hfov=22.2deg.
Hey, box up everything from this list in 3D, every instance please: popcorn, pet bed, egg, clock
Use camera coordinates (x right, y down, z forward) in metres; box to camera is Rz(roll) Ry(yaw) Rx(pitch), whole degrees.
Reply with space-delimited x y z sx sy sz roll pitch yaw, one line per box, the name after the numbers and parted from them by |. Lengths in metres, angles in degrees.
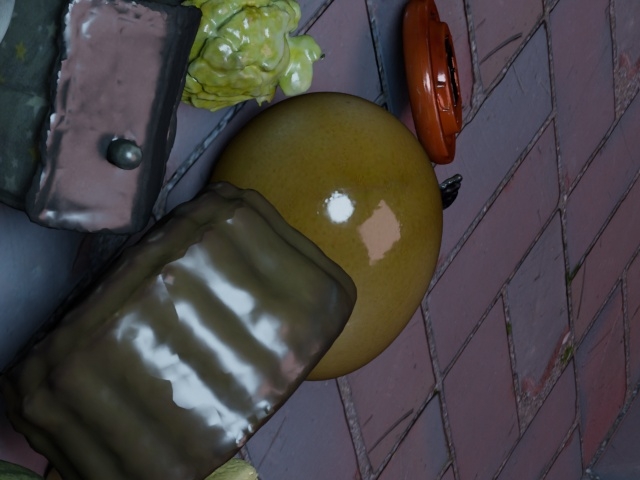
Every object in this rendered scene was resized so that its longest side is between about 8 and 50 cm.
-0.088 -0.182 1.552 0.141 0.162 0.135 -40 -163 20 | popcorn
-0.190 -0.122 1.377 0.183 0.159 0.211 -5 113 -60 | pet bed
0.000 0.000 1.702 0.250 0.250 0.322 -37 143 -46 | egg
0.137 -0.192 1.948 0.205 0.051 0.205 -6 90 -79 | clock

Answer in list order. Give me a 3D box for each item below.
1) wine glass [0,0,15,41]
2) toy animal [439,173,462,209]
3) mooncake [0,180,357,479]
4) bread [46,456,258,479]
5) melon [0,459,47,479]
-0.279 -0.176 1.232 0.222 0.103 0.103 -49 147 -19 | wine glass
0.083 -0.069 1.918 0.197 0.272 0.160 -18 88 -51 | toy animal
-0.134 0.093 1.470 0.324 0.187 0.324 -42 -175 4 | mooncake
-0.168 0.250 1.640 0.125 0.188 0.068 -32 130 -51 | bread
-0.293 0.323 1.406 0.237 0.237 0.302 -44 139 -40 | melon
